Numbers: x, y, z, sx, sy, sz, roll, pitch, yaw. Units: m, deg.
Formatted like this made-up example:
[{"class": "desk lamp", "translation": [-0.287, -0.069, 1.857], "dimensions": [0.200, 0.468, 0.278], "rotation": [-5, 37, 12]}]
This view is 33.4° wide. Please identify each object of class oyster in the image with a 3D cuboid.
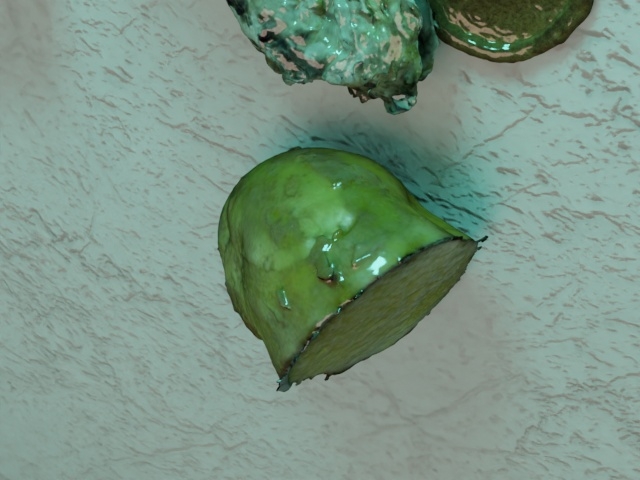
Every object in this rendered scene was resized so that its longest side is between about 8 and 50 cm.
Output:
[{"class": "oyster", "translation": [-0.009, -0.233, 1.060], "dimensions": [0.268, 0.112, 0.198], "rotation": [25, 142, 20]}]

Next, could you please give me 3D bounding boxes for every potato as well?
[{"class": "potato", "translation": [0.000, 0.000, 1.200], "dimensions": [0.289, 0.301, 0.237], "rotation": [-46, 70, 25]}]

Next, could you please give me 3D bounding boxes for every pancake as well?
[{"class": "pancake", "translation": [0.167, -0.254, 1.000], "dimensions": [0.199, 0.021, 0.199], "rotation": [16, 135, 17]}]
